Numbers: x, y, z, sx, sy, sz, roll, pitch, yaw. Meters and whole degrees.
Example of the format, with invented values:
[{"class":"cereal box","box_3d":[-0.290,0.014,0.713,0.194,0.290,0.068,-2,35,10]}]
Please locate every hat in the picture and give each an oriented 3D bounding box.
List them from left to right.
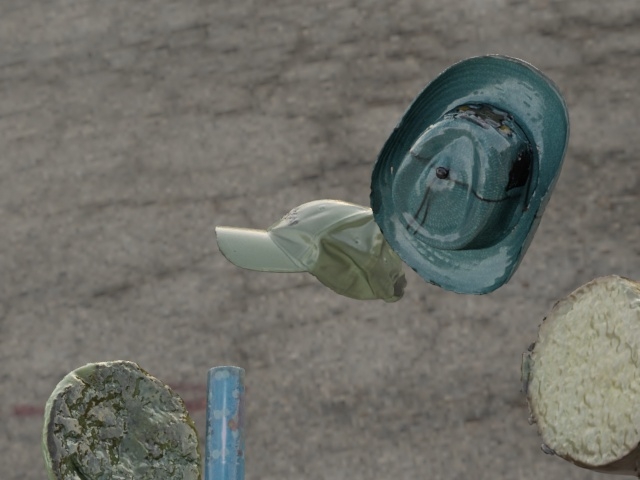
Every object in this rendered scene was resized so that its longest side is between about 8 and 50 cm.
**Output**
[{"class":"hat","box_3d":[-0.006,0.004,1.159,0.166,0.081,0.122,8,0,5]},{"class":"hat","box_3d":[0.102,-0.045,1.014,0.138,0.191,0.078,34,24,22]}]

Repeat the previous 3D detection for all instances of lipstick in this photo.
[{"class":"lipstick","box_3d":[-0.112,0.229,1.604,0.048,0.048,0.158,-5,69,12]}]

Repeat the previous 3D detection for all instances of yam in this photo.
[{"class":"yam","box_3d":[0.258,0.098,0.871,0.238,0.128,0.129,12,55,-28]}]

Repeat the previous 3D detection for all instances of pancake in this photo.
[{"class":"pancake","box_3d":[-0.260,0.270,1.785,0.037,0.253,0.253,-40,3,41]}]
